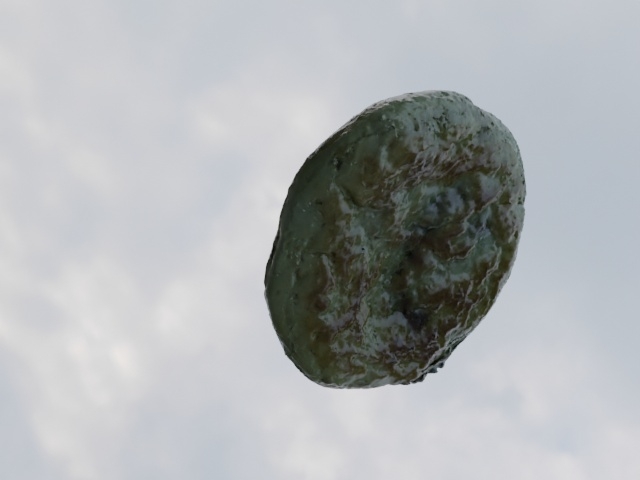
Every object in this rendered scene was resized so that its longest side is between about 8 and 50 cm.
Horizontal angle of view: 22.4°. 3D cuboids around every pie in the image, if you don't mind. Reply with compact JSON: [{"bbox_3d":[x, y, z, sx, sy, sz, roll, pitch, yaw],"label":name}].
[{"bbox_3d":[0.058,0.004,1.153,0.054,0.240,0.240,34,-45,44],"label":"pie"}]
